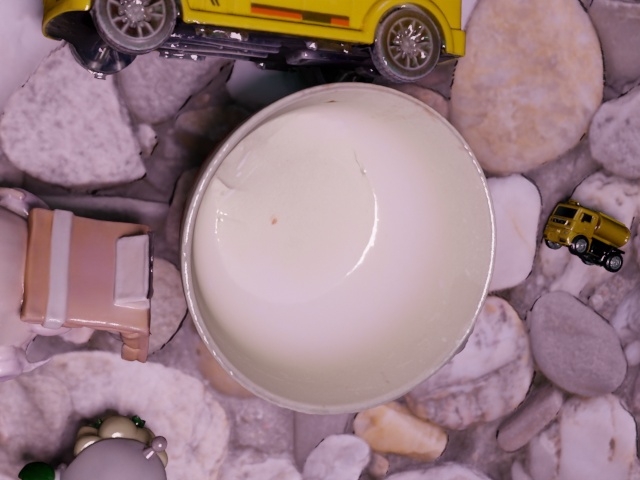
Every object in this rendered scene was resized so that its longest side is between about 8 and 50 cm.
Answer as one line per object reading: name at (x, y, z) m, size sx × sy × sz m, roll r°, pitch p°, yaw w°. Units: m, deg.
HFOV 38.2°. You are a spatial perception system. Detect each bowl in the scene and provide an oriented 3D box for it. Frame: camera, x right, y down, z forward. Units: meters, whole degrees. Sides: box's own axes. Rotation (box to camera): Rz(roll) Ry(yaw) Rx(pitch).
bowl at (0.000, 0.000, 0.806) m, size 0.277 × 0.145 × 0.277 m, roll -4°, pitch 102°, yaw -22°

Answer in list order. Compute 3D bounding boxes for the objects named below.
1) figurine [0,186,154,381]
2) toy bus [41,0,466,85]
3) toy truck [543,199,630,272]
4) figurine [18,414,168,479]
figurine at (-0.246, 0.035, 0.738) m, size 0.236 × 0.141 × 0.163 m, roll 2°, pitch 71°, yaw -19°
toy bus at (-0.052, -0.204, 0.748) m, size 0.330 × 0.144 × 0.152 m, roll 2°, pitch 92°, yaw -24°
toy truck at (0.276, -0.006, 0.960) m, size 0.083 × 0.049 × 0.054 m, roll 22°, pitch 91°, yaw -24°
figurine at (-0.203, 0.242, 0.799) m, size 0.147 × 0.093 × 0.197 m, roll 41°, pitch 81°, yaw -30°
